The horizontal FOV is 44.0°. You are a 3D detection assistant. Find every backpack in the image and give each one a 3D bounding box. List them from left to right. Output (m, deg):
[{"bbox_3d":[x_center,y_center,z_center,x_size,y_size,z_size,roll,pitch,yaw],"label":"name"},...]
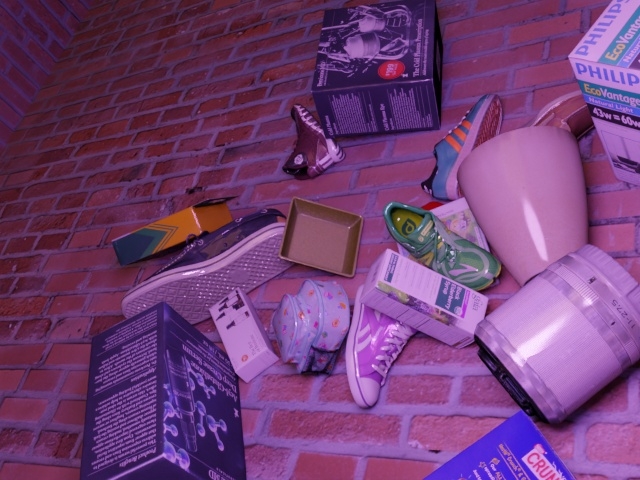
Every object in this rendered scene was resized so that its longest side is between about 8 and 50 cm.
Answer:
[{"bbox_3d":[-0.018,0.177,1.721,0.188,0.144,0.166,-60,31,30],"label":"backpack"}]

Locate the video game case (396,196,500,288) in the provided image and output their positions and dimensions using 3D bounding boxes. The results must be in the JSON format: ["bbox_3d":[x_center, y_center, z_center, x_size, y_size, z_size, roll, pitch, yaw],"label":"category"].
[{"bbox_3d":[0.270,0.028,1.729,0.193,0.023,0.213,-22,65,20],"label":"video game case"}]

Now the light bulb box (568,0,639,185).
[{"bbox_3d":[0.706,-0.327,1.511,0.358,0.361,0.225,-51,42,-11],"label":"light bulb box"}]

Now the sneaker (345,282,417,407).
[{"bbox_3d":[0.145,0.207,1.649,0.160,0.102,0.282,-6,61,26],"label":"sneaker"}]

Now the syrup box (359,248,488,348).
[{"bbox_3d":[0.208,0.119,1.587,0.096,0.236,0.093,-51,16,59],"label":"syrup box"}]

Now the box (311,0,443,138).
[{"bbox_3d":[0.159,-0.460,2.113,0.312,0.179,0.343,-4,51,14],"label":"box"}]

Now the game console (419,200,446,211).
[{"bbox_3d":[0.271,-0.022,1.830,0.144,0.085,0.124,22,101,46],"label":"game console"}]

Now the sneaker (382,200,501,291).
[{"bbox_3d":[0.239,0.012,1.663,0.295,0.123,0.109,33,89,31],"label":"sneaker"}]

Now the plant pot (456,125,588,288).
[{"bbox_3d":[0.431,-0.043,1.587,0.256,0.256,0.274,-22,60,20],"label":"plant pot"}]

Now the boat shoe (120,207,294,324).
[{"bbox_3d":[-0.281,0.071,2.037,0.499,0.187,0.156,-28,41,4],"label":"boat shoe"}]

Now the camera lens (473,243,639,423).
[{"bbox_3d":[0.427,0.168,1.395,0.274,0.219,0.219,-39,41,1],"label":"camera lens"}]

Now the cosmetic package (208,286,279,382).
[{"bbox_3d":[-0.189,0.224,1.921,0.099,0.060,0.239,-38,41,4],"label":"cosmetic package"}]

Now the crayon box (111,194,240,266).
[{"bbox_3d":[-0.381,-0.028,2.179,0.322,0.203,0.083,-22,88,21],"label":"crayon box"}]

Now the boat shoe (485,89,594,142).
[{"bbox_3d":[0.506,-0.214,1.757,0.324,0.123,0.117,-33,48,18],"label":"boat shoe"}]

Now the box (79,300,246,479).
[{"bbox_3d":[-0.331,0.388,1.708,0.211,0.293,0.396,-27,43,15],"label":"box"}]

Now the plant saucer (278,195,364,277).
[{"bbox_3d":[0.000,0.000,1.929,0.188,0.045,0.188,15,55,-5],"label":"plant saucer"}]

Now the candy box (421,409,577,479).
[{"bbox_3d":[0.291,0.483,1.297,0.317,0.122,0.268,-37,40,6],"label":"candy box"}]

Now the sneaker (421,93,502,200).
[{"bbox_3d":[0.334,-0.231,1.893,0.121,0.108,0.302,12,64,37],"label":"sneaker"}]

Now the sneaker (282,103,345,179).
[{"bbox_3d":[-0.059,-0.268,2.222,0.162,0.106,0.281,-41,42,4],"label":"sneaker"}]
